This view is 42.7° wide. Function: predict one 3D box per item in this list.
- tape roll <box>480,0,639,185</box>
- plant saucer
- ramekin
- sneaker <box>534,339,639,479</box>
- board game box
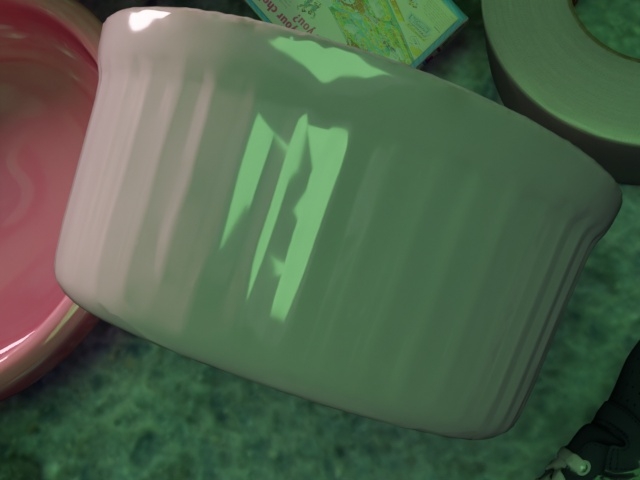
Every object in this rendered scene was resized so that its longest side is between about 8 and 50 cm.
[{"bbox_3d":[0.215,-0.147,0.521,0.219,0.072,0.219,-4,73,13],"label":"tape roll"},{"bbox_3d":[-0.267,-0.032,0.604,0.332,0.084,0.332,-4,73,13],"label":"plant saucer"},{"bbox_3d":[0.000,0.000,0.433,0.277,0.277,0.135,18,88,18],"label":"ramekin"},{"bbox_3d":[0.114,0.165,0.443,0.153,0.099,0.282,14,81,16],"label":"sneaker"},{"bbox_3d":[0.013,-0.171,0.569,0.103,0.026,0.154,-42,85,13],"label":"board game box"}]
